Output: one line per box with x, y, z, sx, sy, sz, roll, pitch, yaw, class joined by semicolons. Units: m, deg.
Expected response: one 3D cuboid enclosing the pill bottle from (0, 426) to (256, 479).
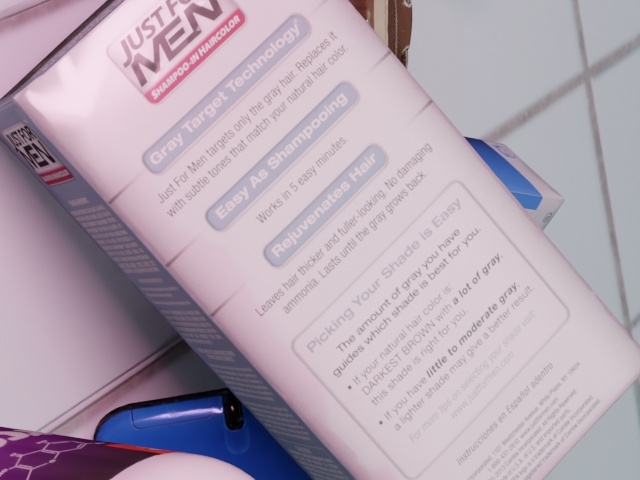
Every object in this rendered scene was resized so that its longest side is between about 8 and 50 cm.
-0.133;0.187;0.945;0.181;0.323;0.182;-5;96;-53;pill bottle

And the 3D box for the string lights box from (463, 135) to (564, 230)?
0.049;-0.009;1.334;0.259;0.077;0.133;7;123;-53;string lights box

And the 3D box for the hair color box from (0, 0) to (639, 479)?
0.000;0.000;1.123;0.185;0.113;0.374;-45;103;-15;hair color box

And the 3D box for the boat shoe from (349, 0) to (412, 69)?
0.023;-0.195;1.333;0.095;0.095;0.258;-24;122;-54;boat shoe

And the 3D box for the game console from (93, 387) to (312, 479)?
-0.013;0.213;1.297;0.173;0.250;0.293;-121;-158;-76;game console
